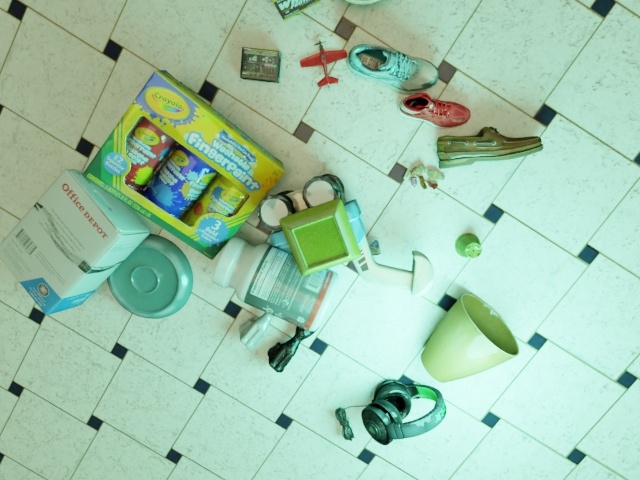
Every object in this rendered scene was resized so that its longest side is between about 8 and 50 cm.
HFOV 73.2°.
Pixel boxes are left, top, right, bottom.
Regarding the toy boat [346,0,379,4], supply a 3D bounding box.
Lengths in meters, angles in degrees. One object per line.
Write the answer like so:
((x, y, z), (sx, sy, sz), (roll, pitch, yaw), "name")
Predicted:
((0.120, -0.835, 1.198), (0.268, 0.148, 0.317), (-20, 100, 9), "toy boat")

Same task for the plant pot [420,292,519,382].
((0.453, 0.341, 1.390), (0.237, 0.237, 0.254), (39, 116, -4), "plant pot")

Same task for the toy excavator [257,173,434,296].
((0.081, 0.006, 1.331), (0.434, 0.222, 0.444), (-21, 97, 10), "toy excavator")

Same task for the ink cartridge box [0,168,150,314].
((-0.811, 0.002, 1.422), (0.395, 0.166, 0.285), (-42, 85, 12), "ink cartridge box")

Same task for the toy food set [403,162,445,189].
((0.329, -0.199, 1.380), (0.122, 0.019, 0.077), (24, 103, -8), "toy food set")

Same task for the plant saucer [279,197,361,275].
((0.000, 0.000, 1.214), (0.189, 0.045, 0.188), (-19, 106, 7), "plant saucer")

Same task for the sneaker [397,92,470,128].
((0.345, -0.384, 1.283), (0.222, 0.128, 0.086), (6, 102, 4), "sneaker")

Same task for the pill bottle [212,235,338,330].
((-0.143, 0.131, 1.390), (0.363, 0.210, 0.210), (24, 103, 0), "pill bottle")

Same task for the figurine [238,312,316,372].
((-0.146, 0.311, 1.498), (0.215, 0.092, 0.209), (41, 94, -3), "figurine")

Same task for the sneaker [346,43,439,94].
((0.213, -0.507, 1.272), (0.283, 0.122, 0.109), (13, 102, 2), "sneaker")

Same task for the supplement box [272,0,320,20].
((-0.104, -0.766, 1.209), (0.129, 0.191, 0.194), (-24, 98, 9), "supplement box")

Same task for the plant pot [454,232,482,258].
((0.482, 0.024, 1.381), (0.084, 0.079, 0.083), (1, 102, 4), "plant pot")

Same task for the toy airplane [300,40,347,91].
((0.011, -0.537, 1.330), (0.152, 0.028, 0.151), (1, 101, 3), "toy airplane")

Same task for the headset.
((0.230, 0.597, 1.452), (0.395, 0.243, 0.185), (-13, 97, 29), "headset")

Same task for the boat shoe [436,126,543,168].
((0.508, -0.291, 1.297), (0.308, 0.110, 0.104), (-9, 102, 6), "boat shoe")

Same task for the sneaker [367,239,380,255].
((0.132, 0.021, 1.430), (0.136, 0.052, 0.057), (-2, 81, 11), "sneaker")

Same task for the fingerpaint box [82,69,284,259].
((-0.396, -0.218, 1.305), (0.445, 0.163, 0.371), (37, 102, -20), "fingerpaint box")

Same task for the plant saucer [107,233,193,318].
((-0.610, 0.133, 1.516), (0.318, 0.043, 0.317), (1, 101, 4), "plant saucer")

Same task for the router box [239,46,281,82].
((-0.186, -0.545, 1.340), (0.123, 0.038, 0.091), (8, 103, 3), "router box")

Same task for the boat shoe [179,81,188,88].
((-0.519, -0.399, 1.361), (0.254, 0.079, 0.095), (-44, 61, 11), "boat shoe")
